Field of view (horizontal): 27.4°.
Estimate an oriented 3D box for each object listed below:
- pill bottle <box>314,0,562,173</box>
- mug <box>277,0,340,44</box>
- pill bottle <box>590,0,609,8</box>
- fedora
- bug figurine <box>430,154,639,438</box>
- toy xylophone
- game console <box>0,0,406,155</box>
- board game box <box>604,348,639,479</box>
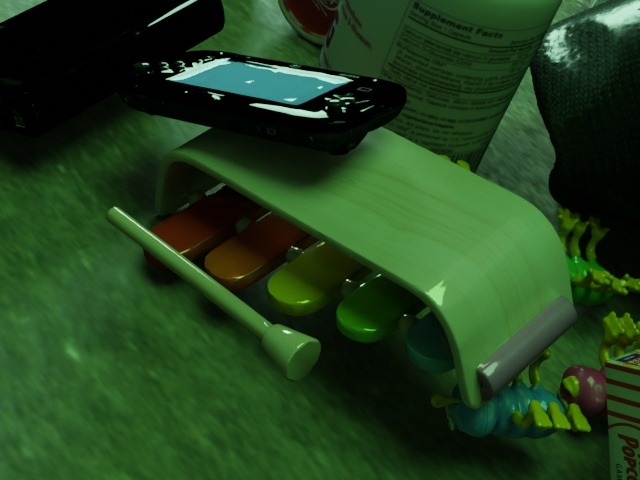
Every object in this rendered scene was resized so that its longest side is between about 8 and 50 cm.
[{"bbox_3d":[0.097,-0.181,1.033,0.160,0.283,0.160,14,40,-12],"label":"pill bottle"},{"bbox_3d":[0.056,-0.249,1.228,0.150,0.113,0.169,33,44,14],"label":"mug"},{"bbox_3d":[0.352,-0.271,1.380,0.121,0.121,0.221,27,40,4],"label":"pill bottle"},{"bbox_3d":[0.258,-0.106,1.093,0.152,0.334,0.334,-8,38,15],"label":"fedora"},{"bbox_3d":[0.150,0.058,0.961,0.216,0.072,0.279,10,38,-22],"label":"bug figurine"},{"bbox_3d":[0.000,0.000,0.884,0.236,0.081,0.322,-27,46,-29],"label":"toy xylophone"},{"bbox_3d":[-0.099,-0.127,0.959,0.361,0.044,0.213,15,37,32],"label":"game console"},{"bbox_3d":[0.273,0.130,0.887,0.193,0.147,0.045,-15,16,-36],"label":"board game box"}]
